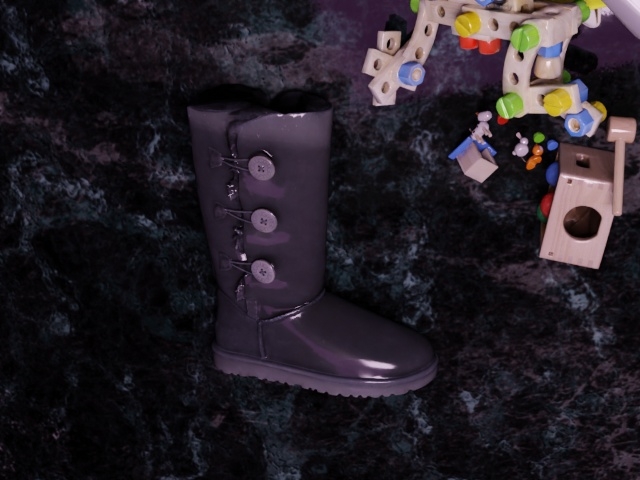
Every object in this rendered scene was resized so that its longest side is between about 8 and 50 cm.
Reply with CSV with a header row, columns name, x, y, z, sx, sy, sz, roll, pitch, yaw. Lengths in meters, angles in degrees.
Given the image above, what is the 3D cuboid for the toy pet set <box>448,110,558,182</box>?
name,x,y,z,sx,sy,sz,roll,pitch,yaw
toy pet set,0.246,-0.139,1.392,0.122,0.065,0.114,21,127,-37

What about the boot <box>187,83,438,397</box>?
name,x,y,z,sx,sy,sz,roll,pitch,yaw
boot,-0.002,0.000,1.476,0.367,0.146,0.445,3,111,10

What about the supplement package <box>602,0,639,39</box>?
name,x,y,z,sx,sy,sz,roll,pitch,yaw
supplement package,0.407,-0.340,0.989,0.175,0.177,0.293,40,106,-14

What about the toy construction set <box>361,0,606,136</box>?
name,x,y,z,sx,sy,sz,roll,pitch,yaw
toy construction set,0.206,-0.251,1.275,0.328,0.151,0.215,12,127,34

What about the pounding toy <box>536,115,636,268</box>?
name,x,y,z,sx,sy,sz,roll,pitch,yaw
pounding toy,0.349,-0.075,1.322,0.094,0.181,0.206,12,117,8

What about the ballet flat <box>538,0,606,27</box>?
name,x,y,z,sx,sy,sz,roll,pitch,yaw
ballet flat,0.373,-0.313,1.268,0.231,0.077,0.077,-5,127,14
